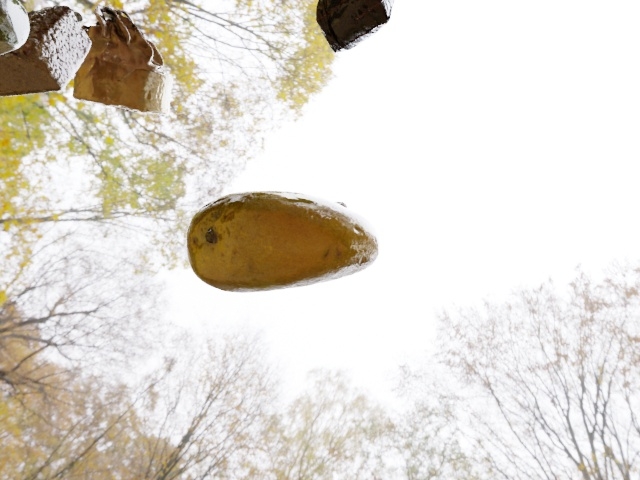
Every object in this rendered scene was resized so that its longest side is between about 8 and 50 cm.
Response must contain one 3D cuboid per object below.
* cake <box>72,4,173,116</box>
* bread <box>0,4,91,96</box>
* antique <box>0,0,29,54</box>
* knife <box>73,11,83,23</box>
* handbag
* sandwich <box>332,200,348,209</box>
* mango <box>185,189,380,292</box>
[{"bbox_3d":[-0.658,-0.602,1.438,0.331,0.332,0.322,15,-76,17],"label":"cake"},{"bbox_3d":[-0.689,-0.367,0.857,0.415,0.165,0.113,-2,-36,11],"label":"bread"},{"bbox_3d":[-0.512,-0.296,0.572,0.220,0.080,0.082,1,-88,-1],"label":"antique"},{"bbox_3d":[-0.863,-0.711,1.412,0.023,0.162,0.044,17,-39,51],"label":"knife"},{"bbox_3d":[0.091,-0.560,0.989,0.169,0.216,0.155,-13,-43,34],"label":"handbag"},{"bbox_3d":[0.000,0.000,1.286,0.063,0.244,0.212,3,-76,46],"label":"sandwich"},{"bbox_3d":[-0.060,0.010,0.793,0.364,0.253,0.183,5,-98,-16],"label":"mango"}]
